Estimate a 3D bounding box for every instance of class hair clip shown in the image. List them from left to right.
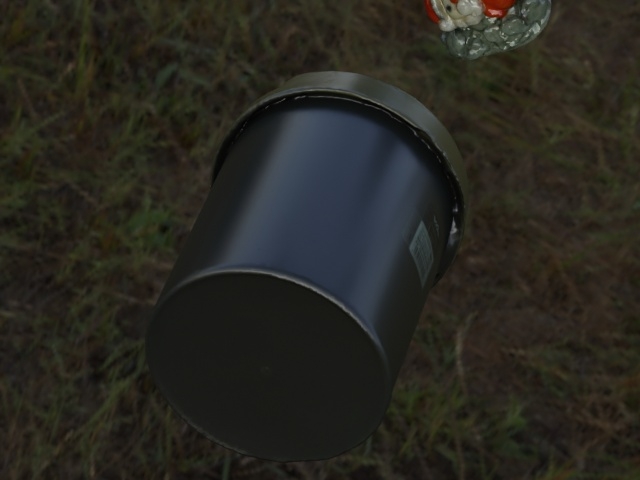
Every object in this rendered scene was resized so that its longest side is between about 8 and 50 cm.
[{"bbox_3d":[0.122,-0.329,1.171,0.091,0.138,0.321,-14,93,-46],"label":"hair clip"}]

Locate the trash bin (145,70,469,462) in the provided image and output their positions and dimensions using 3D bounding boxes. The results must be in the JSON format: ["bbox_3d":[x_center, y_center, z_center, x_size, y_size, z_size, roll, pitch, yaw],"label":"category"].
[{"bbox_3d":[0.000,0.000,0.991,0.214,0.214,0.333,24,39,-1],"label":"trash bin"}]
